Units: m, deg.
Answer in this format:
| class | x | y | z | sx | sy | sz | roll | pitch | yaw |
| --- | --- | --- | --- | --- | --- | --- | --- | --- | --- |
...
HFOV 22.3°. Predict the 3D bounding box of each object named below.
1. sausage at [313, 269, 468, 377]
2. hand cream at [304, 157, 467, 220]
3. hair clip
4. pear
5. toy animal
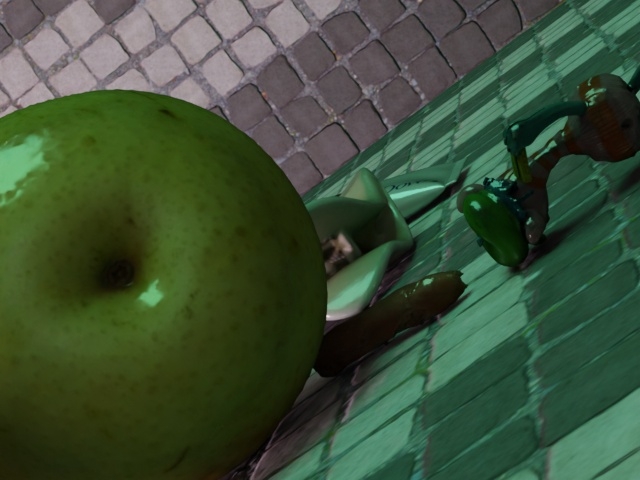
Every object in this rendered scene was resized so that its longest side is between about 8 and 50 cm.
| class | x | y | z | sx | sy | sz | roll | pitch | yaw |
| --- | --- | --- | --- | --- | --- | --- | --- | --- | --- |
| sausage | 0.050 | 0.065 | 1.299 | 0.158 | 0.036 | 0.042 | -33 | 15 | 32 |
| hand cream | 0.056 | -0.032 | 1.900 | 0.248 | 0.083 | 0.133 | -26 | 10 | 13 |
| hair clip | 0.011 | 0.015 | 1.660 | 0.172 | 0.113 | 0.282 | -37 | 1 | 2 |
| pear | -0.167 | 0.046 | 1.285 | 0.348 | 0.348 | 0.348 | -37 | 6 | 4 |
| toy animal | 0.193 | -0.073 | 1.218 | 0.208 | 0.103 | 0.100 | -33 | 49 | 9 |
